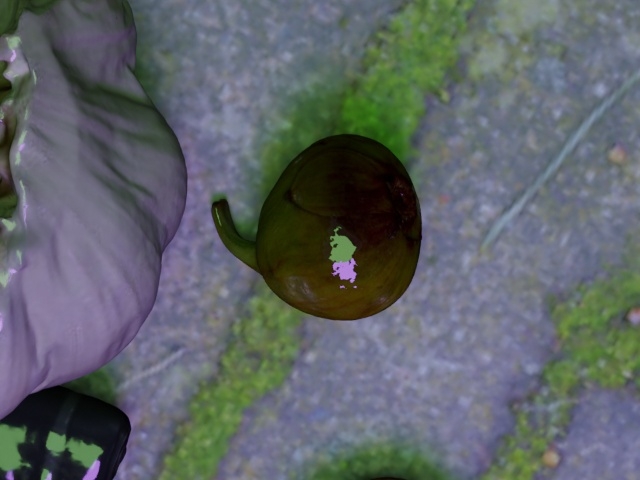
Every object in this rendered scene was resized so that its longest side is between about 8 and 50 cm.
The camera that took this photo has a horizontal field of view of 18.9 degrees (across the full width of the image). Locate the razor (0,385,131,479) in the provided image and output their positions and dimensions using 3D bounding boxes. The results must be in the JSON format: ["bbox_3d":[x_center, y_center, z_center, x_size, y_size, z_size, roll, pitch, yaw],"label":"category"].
[{"bbox_3d":[-0.170,0.099,0.910,0.148,0.054,0.090,19,97,-4],"label":"razor"}]

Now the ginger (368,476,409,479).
[{"bbox_3d":[0.024,0.271,0.921,0.133,0.107,0.309,-7,98,-25],"label":"ginger"}]

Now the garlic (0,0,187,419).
[{"bbox_3d":[-0.125,-0.020,0.839,0.143,0.178,0.229,23,73,-27],"label":"garlic"}]

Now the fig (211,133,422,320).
[{"bbox_3d":[0.000,0.000,0.898,0.098,0.082,0.084,-25,94,31],"label":"fig"}]
